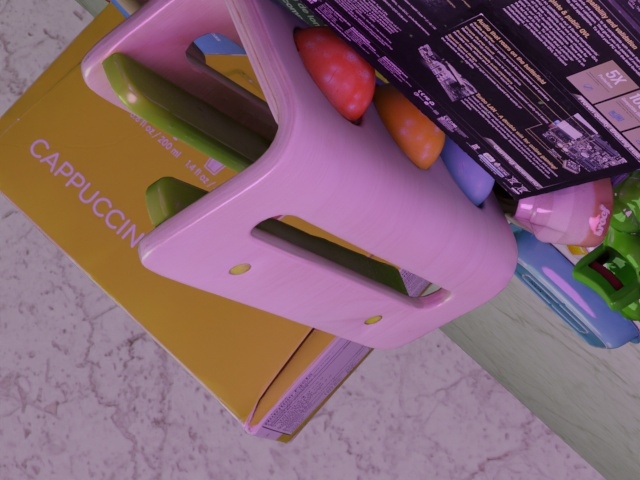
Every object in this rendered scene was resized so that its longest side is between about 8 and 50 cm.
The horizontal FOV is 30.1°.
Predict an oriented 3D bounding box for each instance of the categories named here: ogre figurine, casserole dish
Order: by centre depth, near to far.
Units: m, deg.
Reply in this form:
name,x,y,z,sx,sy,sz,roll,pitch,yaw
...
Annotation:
name,x,y,z,sx,sy,sz,roll,pitch,yaw
ogre figurine,0.235,0.018,0.776,0.118,0.097,0.197,31,173,41
casserole dish,0.263,0.056,1.284,0.188,0.037,0.114,44,175,0

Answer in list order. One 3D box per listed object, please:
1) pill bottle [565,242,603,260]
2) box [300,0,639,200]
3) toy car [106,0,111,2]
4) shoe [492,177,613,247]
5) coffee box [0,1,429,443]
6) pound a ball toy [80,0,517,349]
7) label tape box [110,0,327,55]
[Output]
name,x,y,z,sx,sy,sz,roll,pitch,yaw
pill bottle,0.227,-0.003,0.980,0.043,0.043,0.083,44,176,-4
box,0.091,-0.112,0.535,0.180,0.077,0.147,39,154,-20
toy car,-0.189,-0.309,1.220,0.159,0.136,0.182,43,176,14
shoe,0.141,-0.054,0.822,0.219,0.058,0.076,-105,16,-71
coffee box,-0.051,-0.051,1.103,0.337,0.338,0.334,42,175,10
pound a ball toy,-0.016,-0.079,0.668,0.319,0.136,0.208,27,-144,-56
label tape box,-0.047,-0.231,0.709,0.347,0.115,0.249,8,150,46
